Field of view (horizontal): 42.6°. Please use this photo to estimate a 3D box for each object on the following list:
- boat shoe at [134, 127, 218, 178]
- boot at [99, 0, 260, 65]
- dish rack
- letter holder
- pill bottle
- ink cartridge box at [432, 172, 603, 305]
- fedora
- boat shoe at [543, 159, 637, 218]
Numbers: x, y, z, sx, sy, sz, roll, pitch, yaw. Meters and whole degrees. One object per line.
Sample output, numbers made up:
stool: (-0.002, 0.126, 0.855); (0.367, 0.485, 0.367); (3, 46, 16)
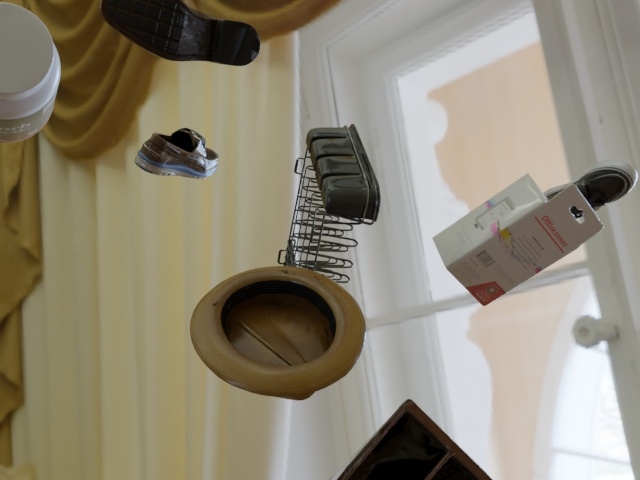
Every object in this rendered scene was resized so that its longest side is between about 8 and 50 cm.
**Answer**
boat shoe: (-0.214, -0.140, 1.308); (0.066, 0.066, 0.183); (-59, -18, 20)
boot: (-0.197, -0.276, 1.077); (0.219, 0.082, 0.106); (10, 8, -36)
dish rack: (0.000, 0.000, 1.086); (0.074, 0.208, 0.272); (6, -58, -11)
letter holder: (0.045, 0.367, 0.999); (0.214, 0.152, 0.302); (-37, -15, -37)
pill bottle: (-0.628, -0.327, 1.625); (0.210, 0.210, 0.363); (-3, -4, -21)
ink cartridge box: (0.269, -0.009, 1.118); (0.198, 0.067, 0.115); (-34, -49, 16)
fedora: (-0.044, 0.109, 0.873); (0.194, 0.194, 0.079); (-7, -51, -6)
boat shoe: (0.471, -0.076, 1.491); (0.076, 0.080, 0.228); (-52, 15, -28)
